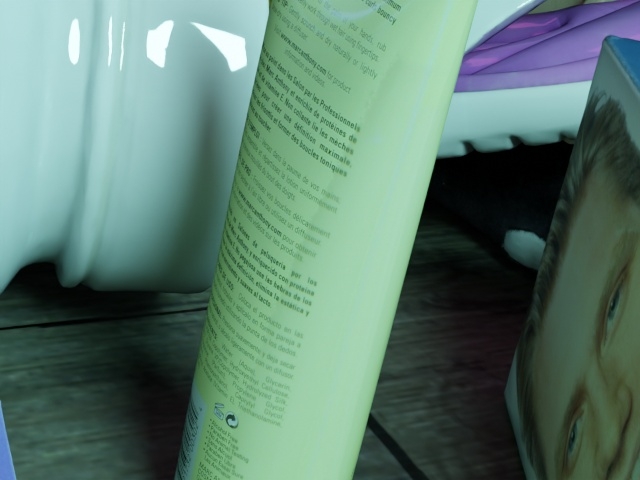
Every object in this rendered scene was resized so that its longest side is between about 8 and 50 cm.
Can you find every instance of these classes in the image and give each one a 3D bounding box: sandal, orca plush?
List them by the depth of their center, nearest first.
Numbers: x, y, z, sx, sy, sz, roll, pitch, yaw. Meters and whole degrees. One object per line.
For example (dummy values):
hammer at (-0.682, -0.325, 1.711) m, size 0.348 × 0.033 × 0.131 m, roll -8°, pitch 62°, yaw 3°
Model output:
sandal at (0.091, -0.113, 0.669) m, size 0.416 × 0.102 × 0.169 m, roll -9°, pitch 22°, yaw 15°
orca plush at (0.159, -0.034, 0.705) m, size 0.151 × 0.102 × 0.287 m, roll -7°, pitch 33°, yaw -35°

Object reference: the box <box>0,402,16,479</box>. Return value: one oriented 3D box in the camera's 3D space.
box at (-0.178, 0.090, 0.379) m, size 0.179 × 0.043 × 0.105 m, roll 0°, pitch 29°, yaw -22°

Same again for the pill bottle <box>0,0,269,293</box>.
pill bottle at (-0.215, -0.075, 0.504) m, size 0.361 × 0.204 × 0.204 m, roll 4°, pitch 28°, yaw -17°

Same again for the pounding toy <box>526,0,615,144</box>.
pounding toy at (0.152, -0.132, 0.830) m, size 0.130 × 0.141 × 0.100 m, roll 29°, pitch -14°, yaw 37°

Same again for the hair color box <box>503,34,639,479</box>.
hair color box at (0.145, 0.081, 0.394) m, size 0.105 × 0.174 × 0.347 m, roll 9°, pitch 26°, yaw -6°

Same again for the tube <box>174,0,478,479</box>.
tube at (0.000, 0.000, 0.412) m, size 0.070 × 0.240 × 0.062 m, roll 18°, pitch 29°, yaw 11°

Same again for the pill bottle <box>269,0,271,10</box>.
pill bottle at (-0.013, -0.179, 0.637) m, size 0.245 × 0.136 × 0.136 m, roll -13°, pitch 8°, yaw 37°
